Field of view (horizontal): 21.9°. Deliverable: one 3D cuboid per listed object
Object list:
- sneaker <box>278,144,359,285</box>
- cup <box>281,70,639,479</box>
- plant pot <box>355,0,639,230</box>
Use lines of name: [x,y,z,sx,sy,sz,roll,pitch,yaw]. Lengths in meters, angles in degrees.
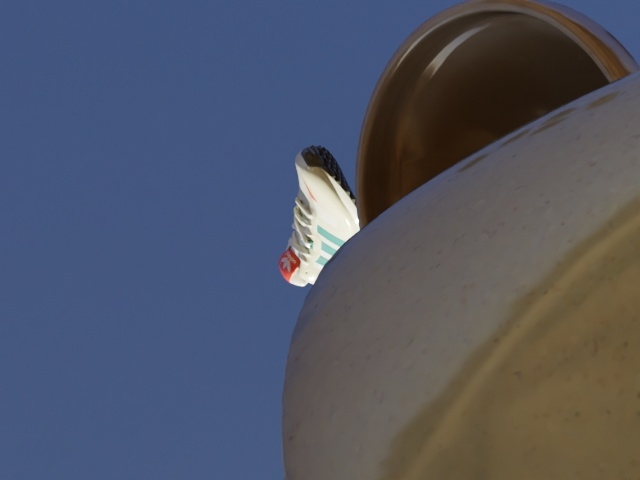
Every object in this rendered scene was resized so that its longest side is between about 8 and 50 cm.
sneaker: [0.000,0.000,1.239,0.075,0.161,0.057,-27,-132,0]
cup: [0.187,0.054,0.517,0.331,0.237,0.331,25,-139,-24]
plant pot: [0.141,-0.032,1.035,0.109,0.237,0.237,-4,-108,-42]
